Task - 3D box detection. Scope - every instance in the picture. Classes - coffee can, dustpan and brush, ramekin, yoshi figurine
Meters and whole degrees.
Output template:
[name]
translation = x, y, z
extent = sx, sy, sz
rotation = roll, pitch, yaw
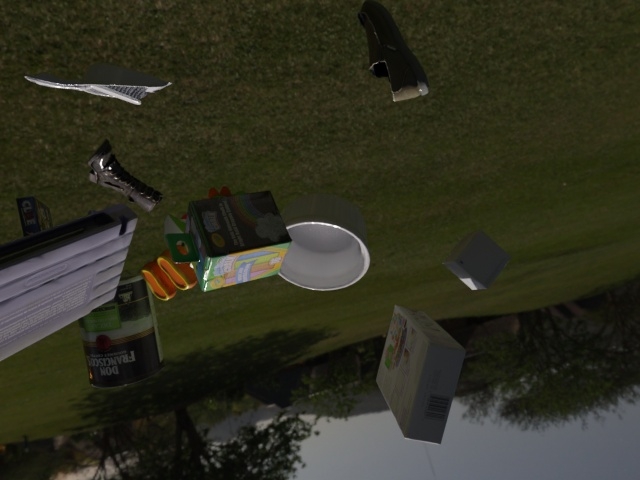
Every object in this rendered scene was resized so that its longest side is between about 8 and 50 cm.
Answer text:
[coffee can]
translation = -0.551, 0.232, 1.370
extent = 0.202, 0.275, 0.201
rotation = -7, -172, 1
[dustpan and brush]
translation = -0.381, -0.268, 0.856
extent = 0.211, 0.060, 0.147
rotation = 12, 180, -33
[ramekin]
translation = 0.000, 0.000, 1.377
extent = 0.277, 0.135, 0.277
rotation = 4, 137, 4
[yoshi figurine]
translation = -0.267, 0.015, 1.282
extent = 0.362, 0.204, 0.203
rotation = -53, 159, -45

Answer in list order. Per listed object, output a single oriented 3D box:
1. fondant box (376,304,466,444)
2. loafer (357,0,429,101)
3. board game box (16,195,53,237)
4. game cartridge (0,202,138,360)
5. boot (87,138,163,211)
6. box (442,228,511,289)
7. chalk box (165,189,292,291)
[fondant box]
translation = 0.245, 0.327, 1.292
extent = 0.096, 0.238, 0.330
rotation = 12, -174, -8
[loafer]
translation = 0.134, -0.395, 1.047
extent = 0.087, 0.251, 0.094
rotation = -30, 160, 9
[board game box]
translation = -0.796, -0.026, 1.418
extent = 0.042, 0.165, 0.243
rotation = -12, -179, -20
[game cartridge]
translation = -0.469, 0.082, 0.809
extent = 0.230, 0.068, 0.355
rotation = -56, 169, 32
[boot]
translation = -0.597, -0.192, 1.562
extent = 0.229, 0.091, 0.263
rotation = 31, 154, -13
[box]
translation = 0.365, 0.046, 1.172
extent = 0.101, 0.102, 0.087
rotation = -49, 179, -9
[chalk box]
translation = -0.186, 0.004, 0.966
extent = 0.213, 0.132, 0.132
rotation = -11, 150, -26
